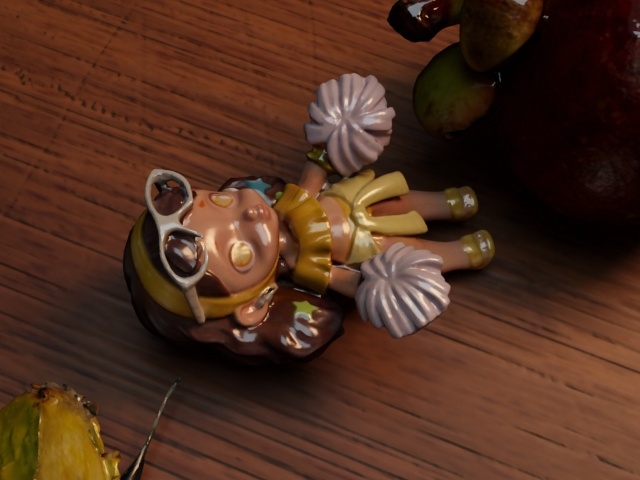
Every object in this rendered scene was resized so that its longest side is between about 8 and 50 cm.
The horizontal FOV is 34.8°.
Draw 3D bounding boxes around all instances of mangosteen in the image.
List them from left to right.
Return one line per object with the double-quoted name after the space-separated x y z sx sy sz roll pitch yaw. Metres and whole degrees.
0.169 -0.118 0.650 0.257 0.215 0.215 5 61 -2 "mangosteen"

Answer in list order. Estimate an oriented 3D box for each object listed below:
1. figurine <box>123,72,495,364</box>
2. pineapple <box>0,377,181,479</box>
-0.002 0.001 0.635 0.240 0.116 0.175 -12 64 -15 "figurine"
-0.143 0.231 0.509 0.161 0.158 0.334 -33 55 24 "pineapple"
